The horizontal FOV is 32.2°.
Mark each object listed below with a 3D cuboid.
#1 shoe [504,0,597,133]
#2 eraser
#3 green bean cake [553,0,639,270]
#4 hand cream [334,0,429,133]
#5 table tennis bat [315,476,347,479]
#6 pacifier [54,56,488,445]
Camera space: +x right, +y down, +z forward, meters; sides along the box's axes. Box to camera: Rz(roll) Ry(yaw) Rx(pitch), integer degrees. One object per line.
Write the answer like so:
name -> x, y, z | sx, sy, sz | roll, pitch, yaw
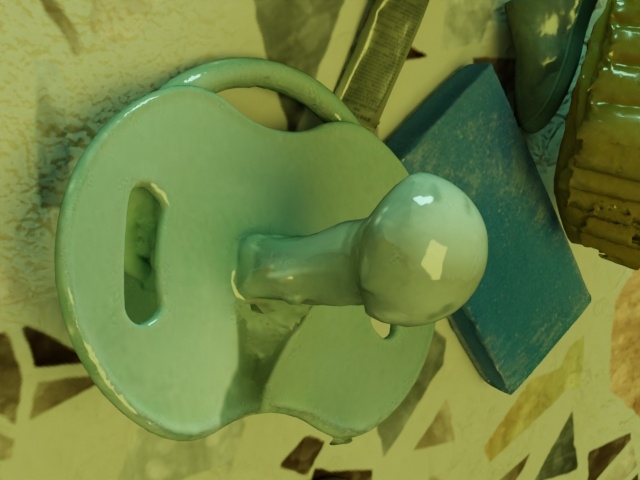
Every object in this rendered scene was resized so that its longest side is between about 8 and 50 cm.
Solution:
shoe -> 0.198, -0.197, 0.989 | 0.078, 0.079, 0.195 | 20, 102, -6
eraser -> 0.157, -0.003, 1.031 | 0.144, 0.042, 0.312 | -46, 129, -18
green bean cake -> 0.290, -0.112, 0.983 | 0.224, 0.131, 0.230 | 70, 38, -64
hand cream -> 0.054, -0.165, 0.902 | 0.057, 0.037, 0.165 | 14, 103, -42
table tennis bat -> 0.032, 0.308, 0.988 | 0.107, 0.119, 0.170 | -20, 116, -32
pacifier -> 0.000, 0.000, 0.764 | 0.343, 0.269, 0.288 | 5, 80, -44
